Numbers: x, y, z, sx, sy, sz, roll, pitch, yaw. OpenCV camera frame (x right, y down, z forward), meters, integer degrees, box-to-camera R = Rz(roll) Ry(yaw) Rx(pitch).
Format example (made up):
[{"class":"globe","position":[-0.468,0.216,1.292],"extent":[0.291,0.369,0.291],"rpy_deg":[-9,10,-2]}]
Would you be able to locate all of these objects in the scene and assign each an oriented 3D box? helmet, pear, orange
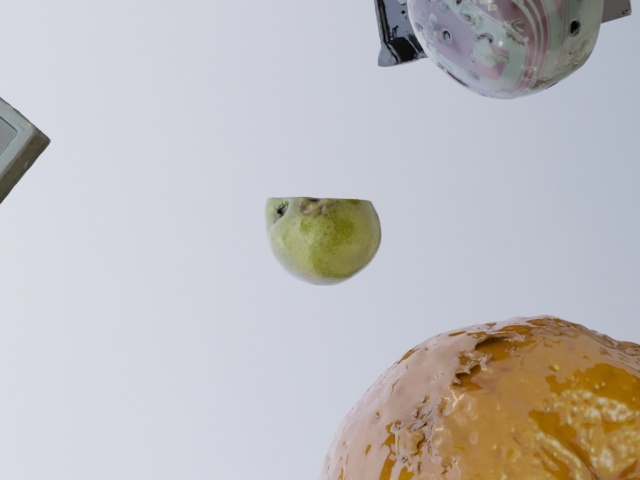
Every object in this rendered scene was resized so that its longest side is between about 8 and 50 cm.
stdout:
[{"class":"helmet","position":[0.143,-0.187,1.119],"extent":[0.107,0.177,0.153],"rpy_deg":[-54,-16,-37]},{"class":"pear","position":[0.000,0.000,1.514],"extent":[0.141,0.141,0.104],"rpy_deg":[11,-96,-66]},{"class":"orange","position":[0.156,0.233,1.024],"extent":[0.293,0.341,0.340],"rpy_deg":[126,154,-56]}]

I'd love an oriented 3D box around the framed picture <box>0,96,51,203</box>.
[{"class":"framed picture","position":[-0.354,-0.003,0.883],"extent":[0.324,0.240,0.020],"rpy_deg":[-53,-28,-3]}]

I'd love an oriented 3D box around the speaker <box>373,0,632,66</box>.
[{"class":"speaker","position":[0.210,-0.319,1.599],"extent":[0.254,0.232,0.184],"rpy_deg":[-22,-76,-44]}]
